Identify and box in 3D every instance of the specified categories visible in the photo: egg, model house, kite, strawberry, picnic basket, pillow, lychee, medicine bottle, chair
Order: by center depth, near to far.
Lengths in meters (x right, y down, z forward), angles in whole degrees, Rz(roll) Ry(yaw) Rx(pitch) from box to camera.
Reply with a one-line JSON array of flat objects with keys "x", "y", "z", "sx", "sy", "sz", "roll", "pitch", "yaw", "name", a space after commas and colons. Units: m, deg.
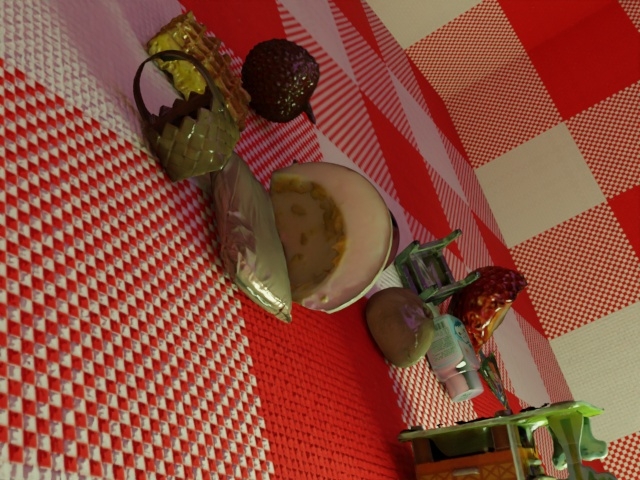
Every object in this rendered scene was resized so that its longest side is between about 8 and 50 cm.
[{"x": -0.203, "y": -0.190, "z": 1.139, "sx": 0.137, "sy": 0.128, "sz": 0.178, "roll": -75, "pitch": 148, "yaw": -59, "name": "picnic basket"}, {"x": -0.110, "y": -0.015, "z": 1.224, "sx": 0.173, "sy": 0.067, "sz": 0.270, "roll": 45, "pitch": 25, "yaw": -48, "name": "pillow"}, {"x": 0.349, "y": 0.449, "z": 1.326, "sx": 0.242, "sy": 0.358, "sz": 0.312, "roll": 26, "pitch": 51, "yaw": -60, "name": "model house"}, {"x": 0.019, "y": 0.000, "z": 1.357, "sx": 0.162, "sy": 0.206, "sz": 0.271, "roll": 86, "pitch": -14, "yaw": -73, "name": "egg"}, {"x": -0.071, "y": -0.317, "z": 1.577, "sx": 0.197, "sy": 0.165, "sz": 0.165, "roll": 38, "pitch": 20, "yaw": 2, "name": "lychee"}, {"x": 0.312, "y": 0.278, "z": 1.822, "sx": 0.119, "sy": 0.094, "sz": 0.188, "roll": 32, "pitch": 35, "yaw": -55, "name": "medicine bottle"}, {"x": 0.266, "y": 0.089, "z": 1.953, "sx": 0.136, "sy": 0.147, "sz": 0.270, "roll": 69, "pitch": -23, "yaw": 13, "name": "chair"}, {"x": 0.407, "y": 0.167, "z": 2.000, "sx": 0.149, "sy": 0.265, "sz": 0.336, "roll": 37, "pitch": 2, "yaw": 14, "name": "strawberry"}, {"x": 0.510, "y": 0.401, "z": 2.258, "sx": 0.234, "sy": 0.016, "sz": 0.321, "roll": 64, "pitch": 20, "yaw": 9, "name": "kite"}]

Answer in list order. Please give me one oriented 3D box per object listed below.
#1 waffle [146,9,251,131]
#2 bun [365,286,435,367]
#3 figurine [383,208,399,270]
[{"x": -0.202, "y": -0.301, "z": 1.400, "sx": 0.229, "sy": 0.057, "sz": 0.219, "roll": 53, "pitch": 21, "yaw": -23, "name": "waffle"}, {"x": 0.176, "y": 0.172, "z": 1.602, "sx": 0.173, "sy": 0.113, "sz": 0.166, "roll": 9, "pitch": 54, "yaw": -63, "name": "bun"}, {"x": 0.074, "y": -0.009, "z": 1.517, "sx": 0.173, "sy": 0.173, "sz": 0.173, "roll": 50, "pitch": 23, "yaw": -29, "name": "figurine"}]
